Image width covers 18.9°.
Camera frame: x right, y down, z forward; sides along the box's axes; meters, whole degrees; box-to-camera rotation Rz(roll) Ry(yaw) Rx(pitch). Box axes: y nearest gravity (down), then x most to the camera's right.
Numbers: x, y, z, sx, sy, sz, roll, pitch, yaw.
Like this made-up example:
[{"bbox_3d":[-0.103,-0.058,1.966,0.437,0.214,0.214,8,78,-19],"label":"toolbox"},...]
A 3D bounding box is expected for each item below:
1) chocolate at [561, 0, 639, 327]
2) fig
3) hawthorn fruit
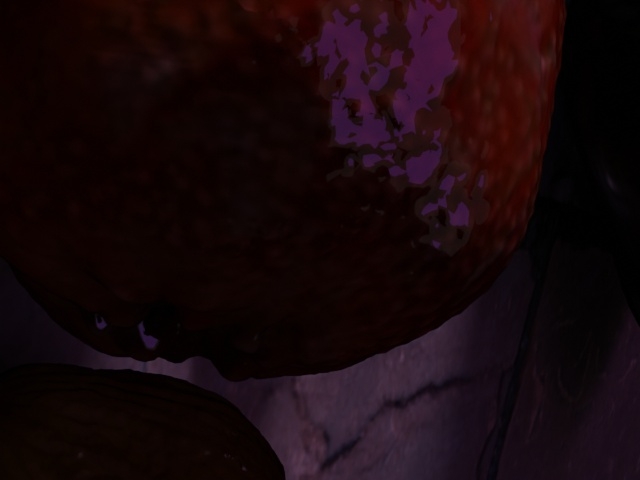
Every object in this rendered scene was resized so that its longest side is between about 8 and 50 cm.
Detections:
[{"bbox_3d":[0.286,-0.067,1.044,0.331,0.383,0.384,38,67,-43],"label":"chocolate"},{"bbox_3d":[-0.083,0.097,0.646,0.153,0.119,0.119,15,88,-45],"label":"fig"},{"bbox_3d":[-0.014,-0.083,0.609,0.205,0.205,0.253,44,56,-58],"label":"hawthorn fruit"}]
